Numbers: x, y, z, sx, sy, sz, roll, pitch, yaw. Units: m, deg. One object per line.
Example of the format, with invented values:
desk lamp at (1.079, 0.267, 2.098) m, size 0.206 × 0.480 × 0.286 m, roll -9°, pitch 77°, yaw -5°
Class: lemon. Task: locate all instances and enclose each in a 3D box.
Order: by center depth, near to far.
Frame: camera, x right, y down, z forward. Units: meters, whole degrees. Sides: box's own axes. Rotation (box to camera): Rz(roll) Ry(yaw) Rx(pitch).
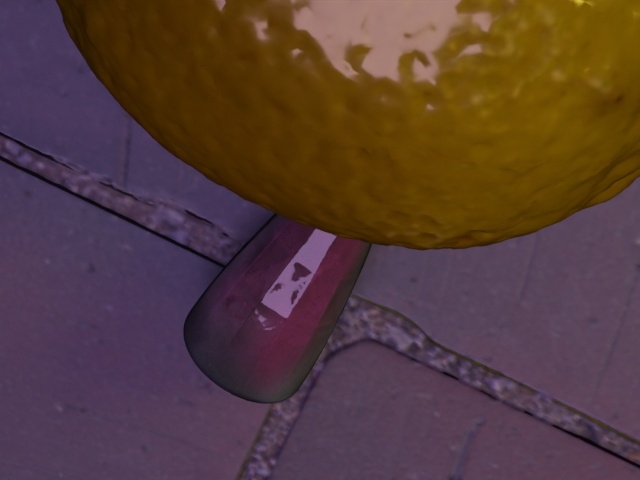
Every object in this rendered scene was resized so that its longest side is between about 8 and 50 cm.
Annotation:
lemon at (0.035, -0.154, 0.868) m, size 0.336 × 0.336 × 0.336 m, roll 8°, pitch 123°, yaw 13°

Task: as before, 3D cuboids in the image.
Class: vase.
vase at (0.000, 0.000, 1.115) m, size 0.086 × 0.086 × 0.214 m, roll 33°, pitch 120°, yaw -4°
